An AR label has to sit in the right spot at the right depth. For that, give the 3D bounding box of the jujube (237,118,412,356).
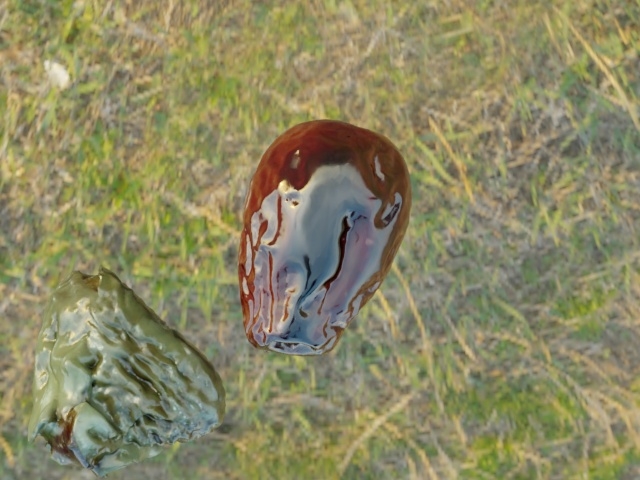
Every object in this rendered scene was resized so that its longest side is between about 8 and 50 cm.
[{"bbox_3d":[0.000,0.000,1.154,0.168,0.236,0.168,15,166,4],"label":"jujube"}]

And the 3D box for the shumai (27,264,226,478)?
[{"bbox_3d":[-0.252,0.179,1.409,0.256,0.218,0.189,41,151,-4],"label":"shumai"}]
